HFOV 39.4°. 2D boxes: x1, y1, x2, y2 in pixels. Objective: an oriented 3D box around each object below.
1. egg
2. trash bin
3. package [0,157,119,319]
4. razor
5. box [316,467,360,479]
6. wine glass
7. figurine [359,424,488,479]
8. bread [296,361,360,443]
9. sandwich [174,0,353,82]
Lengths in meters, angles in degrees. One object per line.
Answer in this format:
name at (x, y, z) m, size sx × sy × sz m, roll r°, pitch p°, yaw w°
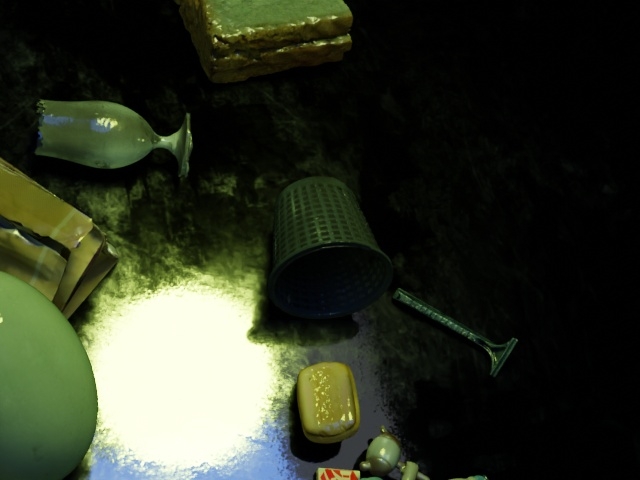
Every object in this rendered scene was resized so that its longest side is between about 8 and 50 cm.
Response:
egg at (-0.366, 0.159, 1.012) m, size 0.203 × 0.203 × 0.283 m, roll -42°, pitch 121°, yaw -32°
trash bin at (0.000, 0.000, 1.273) m, size 0.175 × 0.175 × 0.161 m, roll 0°, pitch 50°, yaw -17°
package at (-0.438, -0.027, 1.150) m, size 0.311 × 0.165 × 0.221 m, roll 33°, pitch 57°, yaw 5°
razor at (0.192, 0.127, 1.327) m, size 0.190 × 0.033 × 0.066 m, roll 30°, pitch 98°, yaw 6°
box at (0.024, 0.342, 1.152) m, size 0.058 × 0.015 × 0.093 m, roll 8°, pitch 59°, yaw -15°
wine glass at (-0.301, -0.150, 1.304) m, size 0.222 × 0.103 × 0.103 m, roll 5°, pitch 59°, yaw -13°
figurine at (0.114, 0.325, 1.133) m, size 0.260 × 0.103 × 0.205 m, roll -2°, pitch 64°, yaw -32°
bread at (0.011, 0.220, 1.197) m, size 0.082 × 0.056 × 0.115 m, roll -12°, pitch 50°, yaw -2°
sandwich at (-0.116, -0.432, 1.508) m, size 0.262 × 0.131 × 0.325 m, roll -14°, pitch 64°, yaw -22°
